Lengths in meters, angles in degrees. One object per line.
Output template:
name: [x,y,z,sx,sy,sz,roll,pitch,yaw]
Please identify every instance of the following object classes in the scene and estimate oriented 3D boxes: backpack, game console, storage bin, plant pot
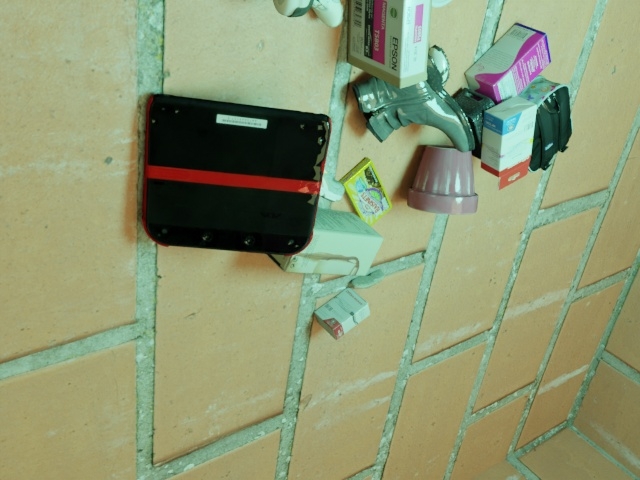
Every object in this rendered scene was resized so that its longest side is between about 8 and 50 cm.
backpack: [0.645,-0.366,2.087,0.225,0.191,0.254,-41,145,-15]
game console: [-0.186,-0.131,1.500,0.386,0.060,0.342,5,115,-11]
storage bin: [0.438,-0.332,1.979,0.084,0.122,0.180,-43,138,-9]
plant pot: [0.356,-0.178,1.979,0.201,0.201,0.180,-6,107,-39]

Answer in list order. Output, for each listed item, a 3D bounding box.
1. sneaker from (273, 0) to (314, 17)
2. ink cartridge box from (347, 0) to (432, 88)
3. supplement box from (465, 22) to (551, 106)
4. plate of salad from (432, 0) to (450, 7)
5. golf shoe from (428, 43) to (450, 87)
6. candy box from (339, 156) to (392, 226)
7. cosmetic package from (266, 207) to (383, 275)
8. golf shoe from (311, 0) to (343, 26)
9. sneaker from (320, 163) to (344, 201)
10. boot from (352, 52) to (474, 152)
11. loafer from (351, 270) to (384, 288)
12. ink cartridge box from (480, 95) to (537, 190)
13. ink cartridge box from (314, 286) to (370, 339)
sneaker: [-0.160,-0.610,1.250,0.257,0.169,0.448,-22,124,-18]
ink cartridge box: [0.153,-0.488,1.560,0.088,0.193,0.235,-24,131,-28]
supplement box: [0.532,-0.490,1.958,0.220,0.111,0.114,-43,139,-8]
plate of salad: [0.304,-0.667,1.677,0.199,0.048,0.200,-34,144,-30]
golf shoe: [0.279,-0.411,1.817,0.093,0.077,0.198,-19,128,-31]
candy box: [0.129,-0.128,1.925,0.105,0.027,0.206,-40,138,-7]
cosmetic package: [0.000,0.000,1.810,0.296,0.153,0.129,6,116,-42]
golf shoe: [-0.010,-0.515,1.470,0.176,0.069,0.086,56,42,-41]
sneaker: [-0.014,-0.182,1.710,0.262,0.099,0.121,22,98,-49]
boot: [0.236,-0.316,1.774,0.222,0.118,0.338,-35,117,8]
loafer: [0.145,0.129,2.114,0.125,0.045,0.039,-18,136,-35]
ink cartridge box: [0.525,-0.271,1.947,0.134,0.078,0.231,-27,133,-25]
ink cartridge box: [0.066,0.217,2.060,0.135,0.099,0.056,-34,136,-18]
